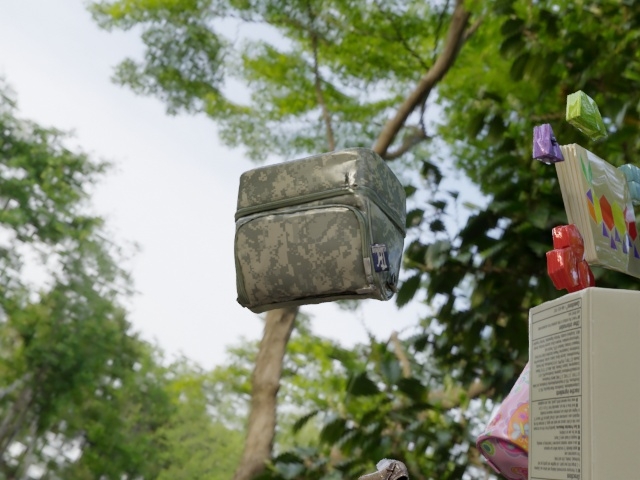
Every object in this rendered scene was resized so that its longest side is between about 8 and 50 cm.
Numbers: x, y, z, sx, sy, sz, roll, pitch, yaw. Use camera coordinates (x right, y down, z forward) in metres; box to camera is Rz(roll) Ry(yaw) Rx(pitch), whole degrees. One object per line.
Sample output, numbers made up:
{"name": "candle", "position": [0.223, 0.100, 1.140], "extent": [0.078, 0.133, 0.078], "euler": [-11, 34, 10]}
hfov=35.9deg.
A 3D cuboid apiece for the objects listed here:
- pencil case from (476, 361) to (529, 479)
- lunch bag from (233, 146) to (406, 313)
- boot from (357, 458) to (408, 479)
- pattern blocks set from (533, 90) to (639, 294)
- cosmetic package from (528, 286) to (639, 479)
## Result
{"name": "pencil case", "position": [0.371, 0.265, 1.628], "extent": [0.124, 0.284, 0.124], "euler": [26, -36, 21]}
{"name": "lunch bag", "position": [0.000, 0.000, 1.768], "extent": [0.305, 0.256, 0.212], "euler": [-8, -28, 24]}
{"name": "boot", "position": [0.095, 0.406, 1.602], "extent": [0.042, 0.118, 0.087], "euler": [35, -2, -19]}
{"name": "pattern blocks set", "position": [0.316, -0.030, 1.114], "extent": [0.026, 0.285, 0.325], "euler": [-17, -26, 33]}
{"name": "cosmetic package", "position": [0.270, 0.201, 0.890], "extent": [0.129, 0.296, 0.153], "euler": [5, -11, -9]}
